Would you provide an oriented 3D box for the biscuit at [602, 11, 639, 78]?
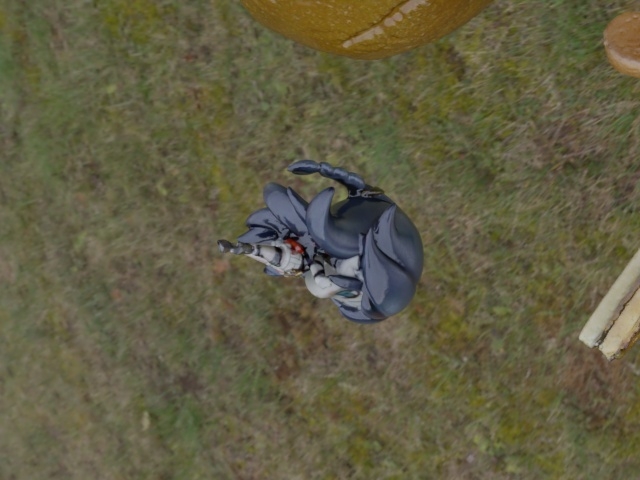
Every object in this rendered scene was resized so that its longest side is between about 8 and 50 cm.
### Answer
[{"bbox_3d":[0.388,-0.191,0.878,0.250,0.036,0.165,-31,56,4],"label":"biscuit"}]

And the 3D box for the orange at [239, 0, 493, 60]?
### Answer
[{"bbox_3d":[0.054,-0.344,1.019,0.322,0.322,0.357,57,139,3],"label":"orange"}]

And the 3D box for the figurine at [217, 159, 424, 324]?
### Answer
[{"bbox_3d":[0.015,0.005,1.321,0.197,0.265,0.175,-48,38,4],"label":"figurine"}]

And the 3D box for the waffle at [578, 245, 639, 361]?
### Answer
[{"bbox_3d":[0.291,0.034,0.886,0.042,0.102,0.148,37,106,20],"label":"waffle"}]
